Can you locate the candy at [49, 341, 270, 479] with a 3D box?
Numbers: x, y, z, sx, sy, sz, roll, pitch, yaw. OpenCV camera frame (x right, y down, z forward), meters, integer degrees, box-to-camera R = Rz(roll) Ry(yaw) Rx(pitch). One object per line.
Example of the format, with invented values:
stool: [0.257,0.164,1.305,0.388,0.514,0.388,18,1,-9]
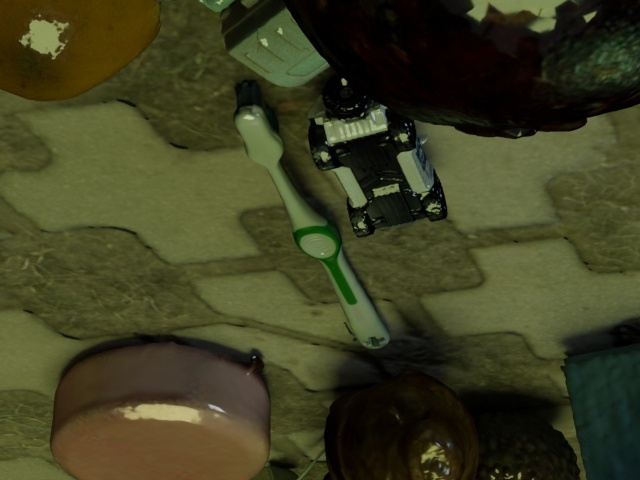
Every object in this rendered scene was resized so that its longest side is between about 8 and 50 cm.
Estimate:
candy: [-0.169,0.202,1.271,0.255,0.094,0.255,-1,144,-1]

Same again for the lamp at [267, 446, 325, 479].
lamp: [0.001,0.250,1.410,0.050,0.056,0.198,19,128,-28]

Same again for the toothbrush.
toothbrush: [0.000,0.004,1.052,0.042,0.040,0.418,-13,143,11]

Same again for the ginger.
ginger: [0.092,0.283,1.243,0.152,0.274,0.357,-8,135,-16]

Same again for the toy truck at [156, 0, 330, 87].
toy truck: [-0.072,-0.187,0.696,0.108,0.140,0.256,-30,136,32]

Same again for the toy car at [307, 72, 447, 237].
toy car: [0.044,-0.071,0.923,0.080,0.070,0.171,-13,145,14]

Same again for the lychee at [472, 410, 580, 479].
lychee: [0.229,0.284,1.348,0.165,0.165,0.197,-31,108,34]

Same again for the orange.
orange: [-0.188,-0.154,0.773,0.160,0.112,0.170,24,125,-31]

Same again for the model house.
model house: [0.454,0.217,1.219,0.329,0.252,0.295,-22,140,16]

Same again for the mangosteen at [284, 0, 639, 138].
mangosteen: [0.100,-0.194,0.579,0.288,0.288,0.288,-2,144,-1]
